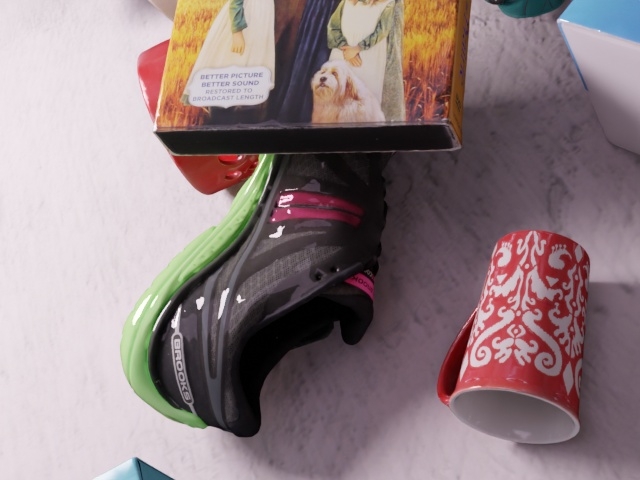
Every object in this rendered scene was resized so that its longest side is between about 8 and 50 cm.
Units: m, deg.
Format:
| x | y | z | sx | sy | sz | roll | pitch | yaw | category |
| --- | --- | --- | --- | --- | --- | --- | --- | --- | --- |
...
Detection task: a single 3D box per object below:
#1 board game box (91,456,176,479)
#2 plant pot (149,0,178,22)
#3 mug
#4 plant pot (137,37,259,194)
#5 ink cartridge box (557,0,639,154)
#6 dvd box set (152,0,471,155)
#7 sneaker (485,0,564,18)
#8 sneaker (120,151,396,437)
| x | y | z | sx | sy | sz | roll | pitch | yaw | category |
| --- | --- | --- | --- | --- | --- | --- | --- | --- | --- |
| -0.076 | 0.368 | 0.796 | 0.079 | 0.254 | 0.336 | -30 | 49 | 11 | board game box |
| -0.174 | -0.355 | 1.435 | 0.109 | 0.096 | 0.109 | -27 | 40 | 13 | plant pot |
| 0.173 | 0.084 | 0.937 | 0.150 | 0.113 | 0.169 | 0 | 57 | 29 | mug |
| -0.100 | -0.171 | 1.216 | 0.174 | 0.191 | 0.191 | -23 | 51 | 12 | plant pot |
| 0.397 | -0.215 | 0.942 | 0.197 | 0.198 | 0.270 | 32 | 79 | 41 | ink cartridge box |
| 0.008 | -0.289 | 1.062 | 0.307 | 0.062 | 0.420 | 1 | 69 | 17 | dvd box set |
| 0.235 | -0.334 | 1.121 | 0.124 | 0.178 | 0.295 | -16 | 20 | -3 | sneaker |
| 0.000 | 0.000 | 1.080 | 0.202 | 0.185 | 0.483 | 32 | 81 | 22 | sneaker |
